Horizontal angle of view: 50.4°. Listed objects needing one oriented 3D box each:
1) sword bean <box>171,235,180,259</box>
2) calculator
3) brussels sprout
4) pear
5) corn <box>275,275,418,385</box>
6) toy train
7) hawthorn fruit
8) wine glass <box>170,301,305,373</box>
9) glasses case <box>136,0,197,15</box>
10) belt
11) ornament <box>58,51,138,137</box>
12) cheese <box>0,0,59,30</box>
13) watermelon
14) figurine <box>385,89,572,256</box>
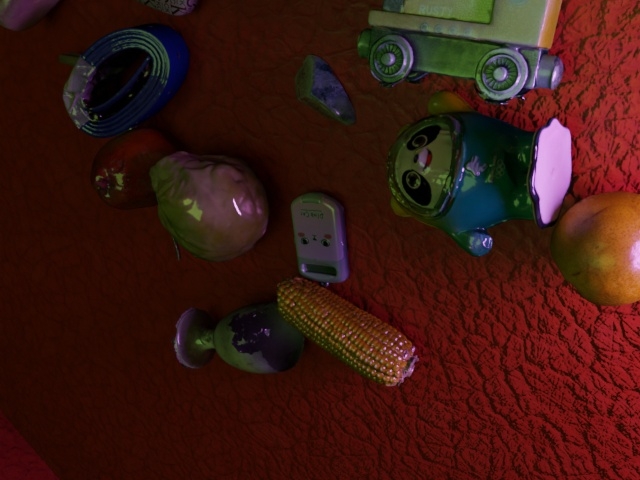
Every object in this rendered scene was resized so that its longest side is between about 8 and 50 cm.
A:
[{"bbox_3d":[-0.414,0.017,1.945,0.012,0.012,0.083,-4,106,34],"label":"sword bean"},{"bbox_3d":[0.000,0.000,1.650,0.141,0.045,0.246,7,114,31],"label":"calculator"},{"bbox_3d":[-0.263,-0.088,1.662,0.274,0.242,0.316,4,133,51],"label":"brussels sprout"},{"bbox_3d":[0.527,0.010,1.216,0.209,0.209,0.209,13,116,28],"label":"pear"},{"bbox_3d":[0.056,0.219,1.647,0.387,0.144,0.144,28,122,21],"label":"corn"},{"bbox_3d":[0.258,-0.396,1.252,0.397,0.160,0.253,17,111,26],"label":"toy train"},{"bbox_3d":[-0.492,-0.178,1.753,0.210,0.262,0.210,16,117,33],"label":"hawthorn fruit"},{"bbox_3d":[-0.216,0.260,1.815,0.357,0.190,0.190,-8,106,38],"label":"wine glass"},{"bbox_3d":[-0.435,-0.647,1.628,0.355,0.085,0.137,29,124,20],"label":"glasses case"},{"bbox_3d":[-0.490,-0.404,1.708,0.347,0.117,0.212,-32,102,28],"label":"belt"},{"bbox_3d":[-0.591,-0.385,1.855,0.245,0.061,0.230,14,118,21],"label":"ornament"},{"bbox_3d":[-0.798,-0.689,1.789,0.251,0.173,0.248,35,116,15],"label":"cheese"},{"bbox_3d":[0.004,-0.320,1.511,0.180,0.081,0.094,47,153,14],"label":"watermelon"},{"bbox_3d":[0.286,-0.134,1.312,0.340,0.231,0.323,9,90,39],"label":"figurine"}]
